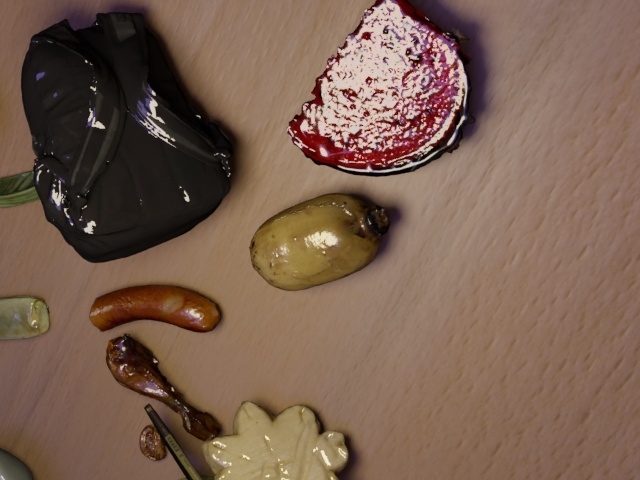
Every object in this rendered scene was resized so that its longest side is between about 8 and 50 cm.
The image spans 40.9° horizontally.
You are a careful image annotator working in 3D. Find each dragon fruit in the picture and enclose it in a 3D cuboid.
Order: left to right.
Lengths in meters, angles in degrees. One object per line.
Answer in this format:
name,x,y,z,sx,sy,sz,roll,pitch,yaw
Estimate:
dragon fruit,0.128,-0.245,1.520,0.282,0.100,0.343,41,115,4

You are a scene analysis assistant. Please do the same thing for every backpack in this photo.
backpack,-0.378,-0.206,1.594,0.445,0.363,0.255,64,155,6

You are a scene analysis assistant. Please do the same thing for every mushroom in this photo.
mushroom,-0.757,0.183,1.934,0.312,0.081,0.099,-8,103,16

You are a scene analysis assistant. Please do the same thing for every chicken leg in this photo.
chicken leg,-0.338,0.317,1.807,0.304,0.113,0.093,41,78,5

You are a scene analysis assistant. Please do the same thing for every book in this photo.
book,-0.284,0.454,1.764,0.228,0.024,0.160,44,159,39

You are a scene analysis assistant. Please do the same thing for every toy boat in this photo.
toy boat,-0.608,-0.122,1.806,0.293,0.093,0.055,-13,124,22

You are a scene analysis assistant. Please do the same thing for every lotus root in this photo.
lotus root,0.000,0.000,1.601,0.284,0.146,0.160,-20,116,28

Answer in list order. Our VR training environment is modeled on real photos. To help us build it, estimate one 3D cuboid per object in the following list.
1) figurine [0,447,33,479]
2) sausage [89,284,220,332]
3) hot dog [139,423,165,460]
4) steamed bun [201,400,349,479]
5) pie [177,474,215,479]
figurine,-0.844,0.575,1.942,0.382,0.224,0.205,-4,59,-10
sausage,-0.352,0.142,1.788,0.302,0.076,0.102,-3,110,20
hot dog,-0.368,0.448,1.888,0.058,0.035,0.083,-3,102,26
steamed bun,-0.096,0.462,1.709,0.292,0.295,0.137,51,155,19
pie,-0.225,0.639,1.853,0.257,0.105,0.274,-9,100,29
